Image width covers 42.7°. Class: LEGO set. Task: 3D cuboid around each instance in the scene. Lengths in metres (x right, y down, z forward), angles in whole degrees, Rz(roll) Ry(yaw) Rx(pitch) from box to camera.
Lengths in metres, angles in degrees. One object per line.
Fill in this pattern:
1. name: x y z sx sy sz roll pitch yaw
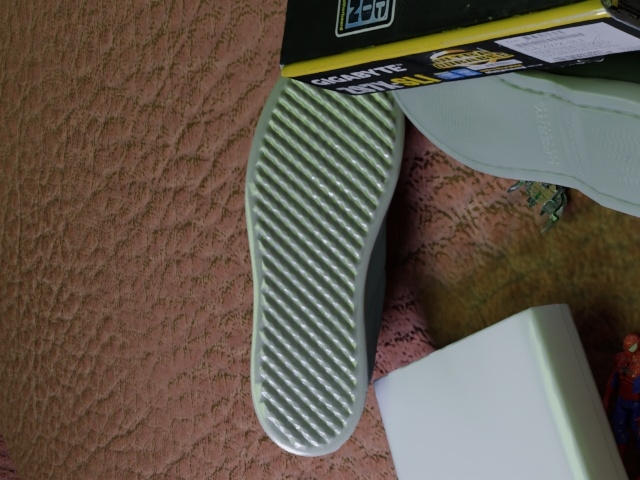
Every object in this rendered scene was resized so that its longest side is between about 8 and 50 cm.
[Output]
1. LEGO set: 0.168 -0.048 0.607 0.054 0.023 0.083 19 105 46

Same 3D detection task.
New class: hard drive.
1. hard drive: 0.150 0.248 0.597 0.233 0.047 0.353 -41 59 57

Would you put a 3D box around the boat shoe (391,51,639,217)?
1. boat shoe: 0.156 -0.098 0.544 0.302 0.091 0.114 37 154 47

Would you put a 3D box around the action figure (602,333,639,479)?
1. action figure: 0.223 0.121 0.590 0.038 0.030 0.115 18 115 54

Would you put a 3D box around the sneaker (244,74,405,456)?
1. sneaker: 0.000 0.000 0.754 0.150 0.135 0.366 -14 -67 -86

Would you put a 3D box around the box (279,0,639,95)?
1. box: 0.095 -0.260 0.487 0.257 0.079 0.322 5 86 54
